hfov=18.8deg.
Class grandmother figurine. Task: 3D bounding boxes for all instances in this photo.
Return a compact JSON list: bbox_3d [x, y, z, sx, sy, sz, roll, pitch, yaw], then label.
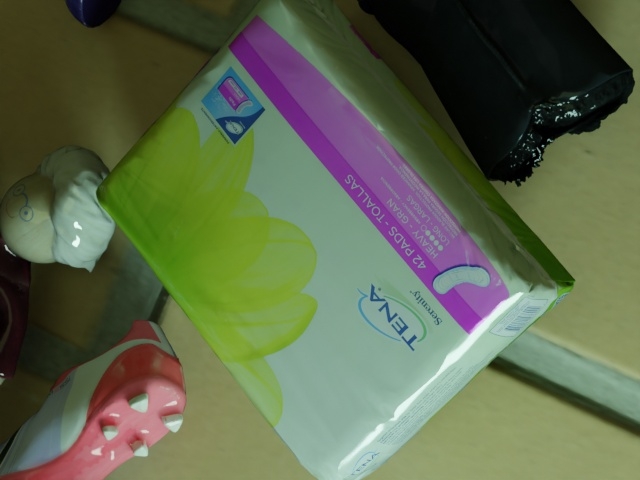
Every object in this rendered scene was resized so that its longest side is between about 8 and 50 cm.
[{"bbox_3d":[-0.297,0.043,1.492,0.342,0.104,0.208,-33,74,12],"label":"grandmother figurine"}]

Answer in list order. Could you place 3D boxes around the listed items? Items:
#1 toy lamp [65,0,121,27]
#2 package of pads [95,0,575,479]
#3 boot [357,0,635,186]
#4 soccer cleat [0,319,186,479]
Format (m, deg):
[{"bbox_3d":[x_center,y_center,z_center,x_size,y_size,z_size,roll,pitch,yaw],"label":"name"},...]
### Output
[{"bbox_3d":[-0.284,-0.249,1.527,0.274,0.080,0.080,25,92,18],"label":"toy lamp"},{"bbox_3d":[0.000,0.000,1.384,0.229,0.101,0.296,-47,74,24],"label":"package of pads"},{"bbox_3d":[0.161,-0.184,1.377,0.246,0.094,0.207,-43,71,16],"label":"boot"},{"bbox_3d":[-0.202,0.157,1.477,0.248,0.083,0.095,-37,38,19],"label":"soccer cleat"}]
